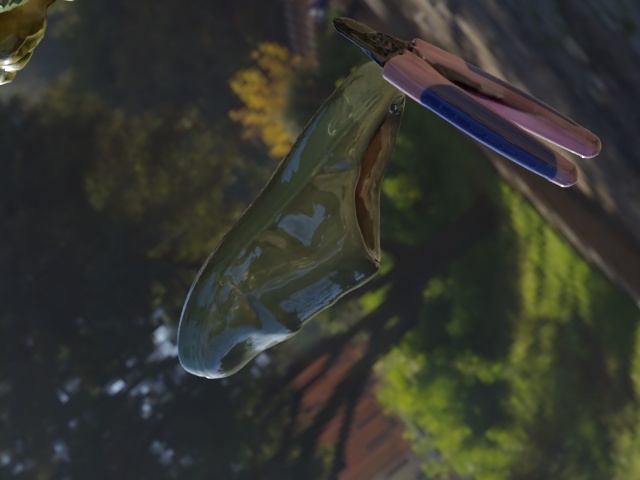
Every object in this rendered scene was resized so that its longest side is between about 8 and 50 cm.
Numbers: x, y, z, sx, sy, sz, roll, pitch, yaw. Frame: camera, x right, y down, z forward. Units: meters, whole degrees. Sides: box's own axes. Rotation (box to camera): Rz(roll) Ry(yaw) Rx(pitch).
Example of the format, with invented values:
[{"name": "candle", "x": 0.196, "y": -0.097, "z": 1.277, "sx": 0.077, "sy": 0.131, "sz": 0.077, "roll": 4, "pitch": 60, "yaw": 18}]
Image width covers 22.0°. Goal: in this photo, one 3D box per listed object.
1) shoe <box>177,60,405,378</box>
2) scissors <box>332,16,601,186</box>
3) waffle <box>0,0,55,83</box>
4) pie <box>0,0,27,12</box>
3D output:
[{"name": "shoe", "x": 0.000, "y": 0.000, "z": 1.126, "sx": 0.100, "sy": 0.251, "sz": 0.103, "roll": 33, "pitch": -174, "yaw": 20}, {"name": "scissors", "x": 0.054, "y": -0.057, "z": 0.629, "sx": 0.113, "sy": 0.012, "sz": 0.039, "roll": 32, "pitch": -143, "yaw": 11}, {"name": "waffle", "x": -0.237, "y": -0.219, "z": 0.809, "sx": 0.324, "sy": 0.151, "sz": 0.261, "roll": 54, "pitch": -134, "yaw": -12}, {"name": "pie", "x": -0.142, "y": -0.174, "z": 0.487, "sx": 0.240, "sy": 0.054, "sz": 0.240, "roll": 27, "pitch": -121, "yaw": -58}]
